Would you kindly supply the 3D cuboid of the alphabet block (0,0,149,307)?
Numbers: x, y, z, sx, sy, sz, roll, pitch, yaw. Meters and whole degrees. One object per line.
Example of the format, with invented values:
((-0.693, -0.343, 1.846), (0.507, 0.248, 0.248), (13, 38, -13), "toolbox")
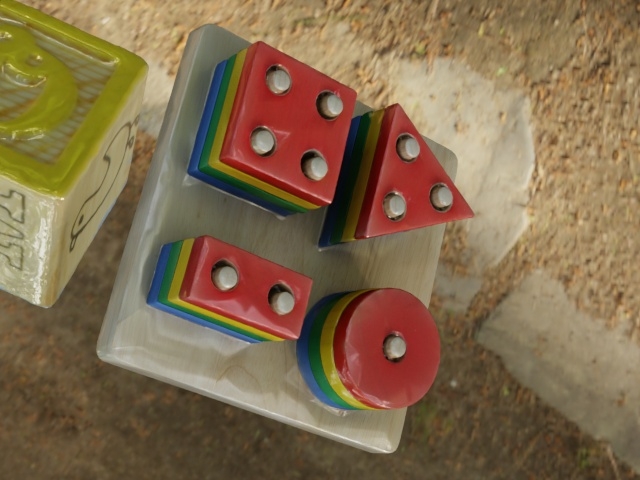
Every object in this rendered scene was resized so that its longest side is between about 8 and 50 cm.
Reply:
((-0.296, -0.088, 1.120), (0.193, 0.192, 0.197), (23, 145, -1), "alphabet block")

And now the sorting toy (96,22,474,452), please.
((0.000, 0.000, 0.860), (0.255, 0.257, 0.089), (24, 160, -30), "sorting toy")
